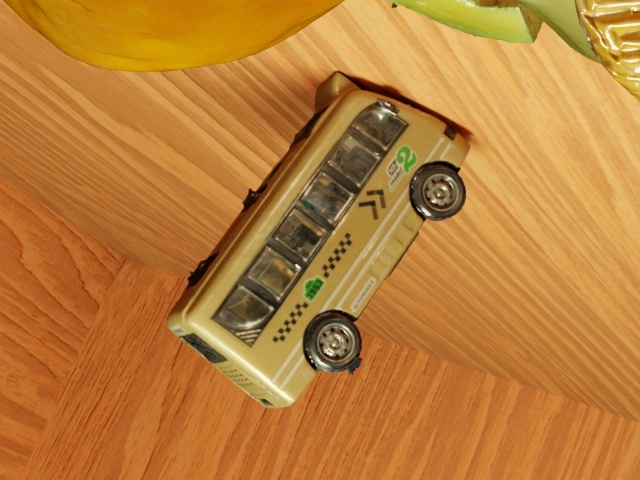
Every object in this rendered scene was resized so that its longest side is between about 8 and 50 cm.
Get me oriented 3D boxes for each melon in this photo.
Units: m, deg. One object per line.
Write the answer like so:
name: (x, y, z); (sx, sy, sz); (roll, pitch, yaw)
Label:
melon: (0.095, -0.222, 1.236); (0.210, 0.064, 0.118); (23, 164, -10)

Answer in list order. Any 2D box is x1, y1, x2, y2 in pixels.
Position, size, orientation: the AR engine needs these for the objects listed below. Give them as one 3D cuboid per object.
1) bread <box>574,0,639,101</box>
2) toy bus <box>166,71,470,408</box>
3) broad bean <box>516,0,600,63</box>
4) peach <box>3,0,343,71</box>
bread: (0.218, -0.174, 0.886); (0.104, 0.199, 0.199); (-3, 156, 30)
toy bus: (0.000, 0.000, 1.696); (0.202, 0.365, 0.177); (37, 166, -8)
broad bean: (0.147, -0.203, 1.021); (0.189, 0.121, 0.263); (55, -170, 35)
peach: (-0.075, -0.260, 0.801); (0.343, 0.302, 0.343); (46, 171, 9)
